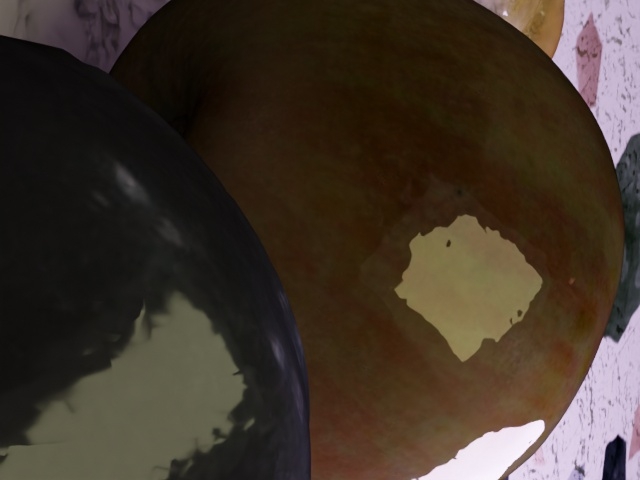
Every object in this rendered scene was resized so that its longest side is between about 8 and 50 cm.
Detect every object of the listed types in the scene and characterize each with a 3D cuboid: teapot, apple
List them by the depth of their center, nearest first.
[{"bbox_3d":[-0.188,0.083,0.530,0.344,0.253,0.300,-44,113,-43],"label":"teapot"},{"bbox_3d":[0.000,0.000,0.863,0.234,0.257,0.257,29,71,-31],"label":"apple"}]

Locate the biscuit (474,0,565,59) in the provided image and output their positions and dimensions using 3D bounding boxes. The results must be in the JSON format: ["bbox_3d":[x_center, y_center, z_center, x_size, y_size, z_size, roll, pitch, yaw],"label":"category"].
[{"bbox_3d":[0.123,-0.236,1.227,0.154,0.045,0.299,-62,149,-34],"label":"biscuit"}]
